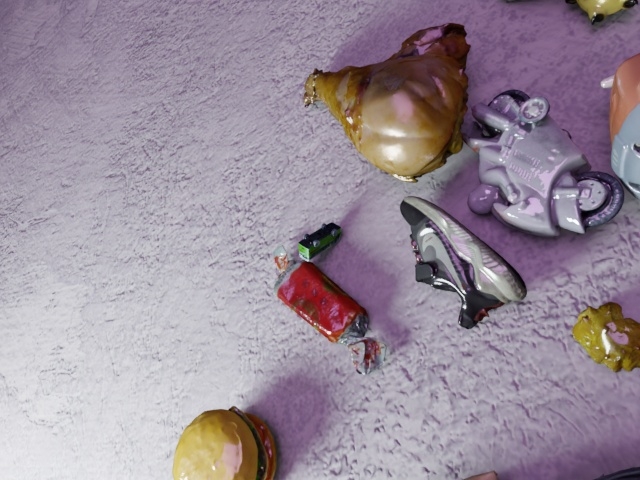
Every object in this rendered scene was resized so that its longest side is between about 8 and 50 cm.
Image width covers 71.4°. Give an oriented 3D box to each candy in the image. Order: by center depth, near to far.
[{"bbox_3d":[-0.001,0.103,0.739,0.292,0.059,0.086,38,91,33],"label":"candy"}]

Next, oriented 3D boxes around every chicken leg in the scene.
[{"bbox_3d":[0.119,-0.265,0.778,0.295,0.182,0.409,-48,40,-6],"label":"chicken leg"}]

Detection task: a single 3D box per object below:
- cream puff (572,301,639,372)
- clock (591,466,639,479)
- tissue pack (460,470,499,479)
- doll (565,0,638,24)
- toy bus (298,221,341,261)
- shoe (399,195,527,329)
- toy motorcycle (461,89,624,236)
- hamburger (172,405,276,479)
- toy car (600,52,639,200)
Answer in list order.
[{"bbox_3d":[0.351,0.115,0.536,0.083,0.058,0.083,-12,68,27],"label":"cream puff"},{"bbox_3d":[0.319,0.364,0.368,0.319,0.066,0.319,1,60,-2],"label":"clock"},{"bbox_3d":[0.128,0.448,0.472,0.238,0.238,0.305,-30,60,17],"label":"tissue pack"},{"bbox_3d":[0.439,-0.472,0.695,0.117,0.086,0.291,-9,70,37],"label":"doll"},{"bbox_3d":[0.000,0.000,0.770,0.083,0.037,0.031,-32,47,-33],"label":"toy bus"},{"bbox_3d":[0.181,0.029,0.648,0.227,0.099,0.112,45,103,33],"label":"shoe"},{"bbox_3d":[0.282,-0.098,0.635,0.171,0.110,0.260,-41,51,24],"label":"toy motorcycle"},{"bbox_3d":[-0.150,0.344,0.697,0.162,0.115,0.162,-10,66,24],"label":"hamburger"},{"bbox_3d":[0.474,-0.160,0.505,0.271,0.180,0.212,-11,51,22],"label":"toy car"}]
